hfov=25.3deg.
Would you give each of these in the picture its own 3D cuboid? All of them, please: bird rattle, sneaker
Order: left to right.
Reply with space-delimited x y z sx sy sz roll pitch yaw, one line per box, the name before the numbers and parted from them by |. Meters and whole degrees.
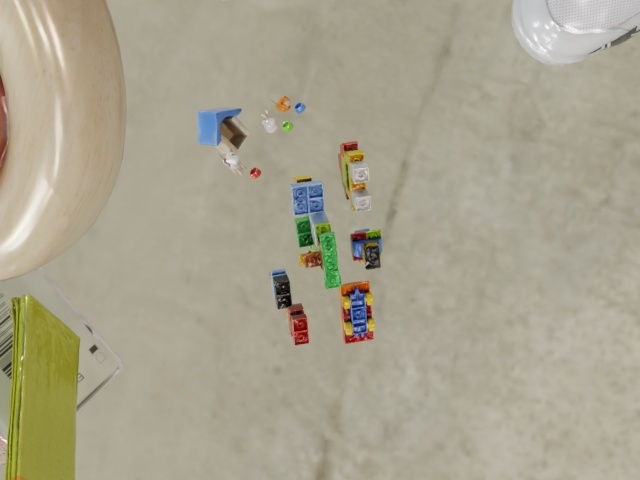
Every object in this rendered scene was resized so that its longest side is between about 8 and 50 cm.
bird rattle | -0.133 -0.086 0.480 0.254 0.143 0.207 -9 111 29
sneaker | 0.311 -0.302 1.238 0.366 0.210 0.137 -43 88 7

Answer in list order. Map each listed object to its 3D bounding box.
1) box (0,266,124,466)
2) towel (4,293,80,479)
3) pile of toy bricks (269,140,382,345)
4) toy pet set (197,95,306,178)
box | -0.302 0.113 1.271 0.127 0.148 0.232 -45 11 -30
towel | -0.215 0.167 1.092 0.021 0.102 0.237 -9 62 12
pile of toy bricks | 0.000 0.000 1.477 0.105 0.118 0.212 -114 18 -62
toy pet set | -0.102 -0.150 1.841 0.114 0.065 0.122 11 63 50
